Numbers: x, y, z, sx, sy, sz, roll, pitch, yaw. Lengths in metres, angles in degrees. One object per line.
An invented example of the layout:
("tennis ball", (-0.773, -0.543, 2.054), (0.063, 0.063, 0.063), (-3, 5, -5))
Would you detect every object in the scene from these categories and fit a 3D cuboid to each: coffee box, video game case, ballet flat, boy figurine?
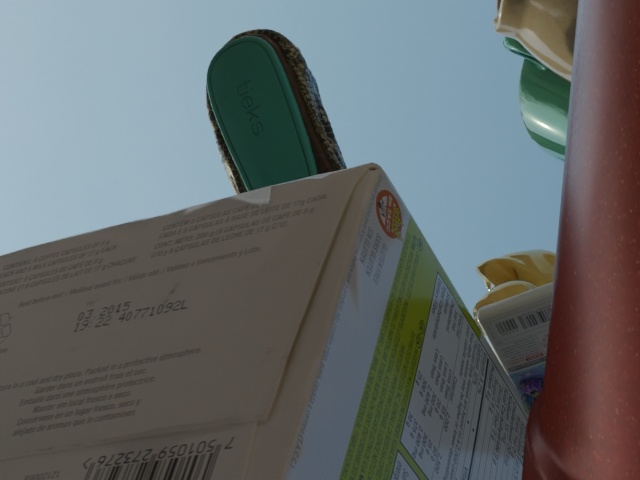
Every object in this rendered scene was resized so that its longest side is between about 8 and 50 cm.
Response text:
("coffee box", (-0.068, 0.211, 0.828), (0.337, 0.334, 0.338), (-12, -139, 29))
("video game case", (0.213, 0.084, 0.912), (0.157, 0.143, 0.019), (-22, -158, 21))
("ballet flat", (0.000, 0.000, 1.352), (0.164, 0.182, 0.483), (-24, -115, 21))
("boy figurine", (0.177, 0.107, 1.151), (0.092, 0.177, 0.285), (-16, -138, 24))

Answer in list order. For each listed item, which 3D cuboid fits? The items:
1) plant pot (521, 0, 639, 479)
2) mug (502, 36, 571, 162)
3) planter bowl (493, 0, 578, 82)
("plant pot", (0.193, 0.007, 0.443), (0.272, 0.265, 0.272), (-4, -162, 1))
("mug", (0.201, -0.097, 0.840), (0.157, 0.129, 0.097), (-18, -152, -26))
("planter bowl", (0.155, -0.157, 0.703), (0.109, 0.162, 0.162), (8, -129, 3))
